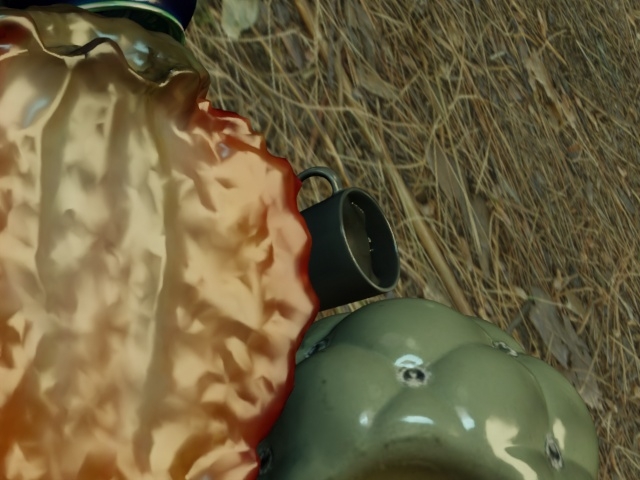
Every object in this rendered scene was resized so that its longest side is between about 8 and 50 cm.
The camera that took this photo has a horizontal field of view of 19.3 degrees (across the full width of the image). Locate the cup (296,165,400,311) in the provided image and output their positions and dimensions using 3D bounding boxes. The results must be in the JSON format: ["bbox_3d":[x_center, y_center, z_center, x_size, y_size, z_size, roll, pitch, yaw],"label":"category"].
[{"bbox_3d":[0.000,0.000,1.320,0.078,0.077,0.100,-12,82,-63],"label":"cup"}]

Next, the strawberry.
[{"bbox_3d":[-0.143,0.050,0.944,0.265,0.149,0.336,2,84,-42],"label":"strawberry"}]

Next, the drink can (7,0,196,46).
[{"bbox_3d":[-0.140,-0.205,1.164,0.118,0.118,0.205,28,46,-52],"label":"drink can"}]

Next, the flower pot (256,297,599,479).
[{"bbox_3d":[0.049,0.156,1.117,0.195,0.246,0.246,-92,157,-80],"label":"flower pot"}]
